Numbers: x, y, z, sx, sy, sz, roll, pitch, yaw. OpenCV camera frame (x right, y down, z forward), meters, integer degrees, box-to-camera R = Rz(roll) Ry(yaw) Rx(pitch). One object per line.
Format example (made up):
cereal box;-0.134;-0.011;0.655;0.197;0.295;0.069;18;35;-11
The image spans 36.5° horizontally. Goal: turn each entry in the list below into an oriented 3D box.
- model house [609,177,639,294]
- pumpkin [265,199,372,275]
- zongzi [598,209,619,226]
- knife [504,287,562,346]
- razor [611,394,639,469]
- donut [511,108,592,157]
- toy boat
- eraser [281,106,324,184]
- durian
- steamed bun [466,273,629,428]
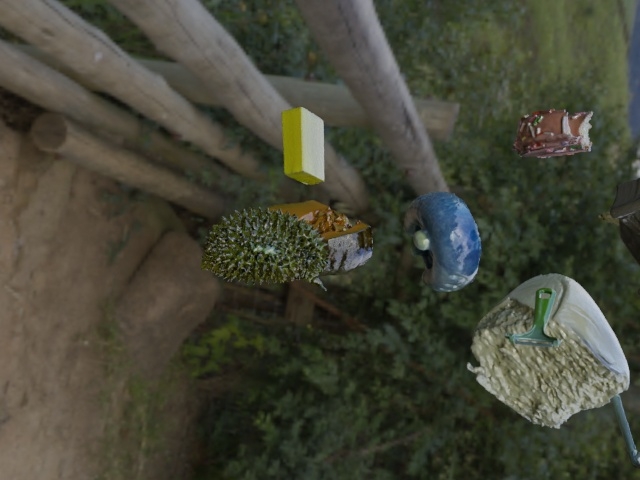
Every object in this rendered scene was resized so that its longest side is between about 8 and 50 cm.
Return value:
model house;0.458;0.021;1.269;0.188;0.122;0.229;-3;60;-59
pumpkin;-0.002;0.001;2.105;0.131;0.248;0.126;-22;122;-26
zongzi;0.733;0.019;1.853;0.154;0.317;0.289;79;-9;-62
knife;0.315;0.113;1.405;0.166;0.078;0.022;-52;147;-60
razor;0.607;0.381;1.915;0.084;0.036;0.211;56;14;-28
donut;0.341;-0.159;1.447;0.166;0.117;0.065;-1;85;-65
toy boat;0.234;0.011;2.061;0.330;0.123;0.215;143;-69;-79
eraser;-0.030;-0.171;1.779;0.097;0.045;0.122;23;62;-64
durian;-0.087;0.011;1.645;0.095;0.221;0.137;-177;-85;-80
steamed bun;0.498;0.220;1.979;0.290;0.272;0.273;53;54;-22
